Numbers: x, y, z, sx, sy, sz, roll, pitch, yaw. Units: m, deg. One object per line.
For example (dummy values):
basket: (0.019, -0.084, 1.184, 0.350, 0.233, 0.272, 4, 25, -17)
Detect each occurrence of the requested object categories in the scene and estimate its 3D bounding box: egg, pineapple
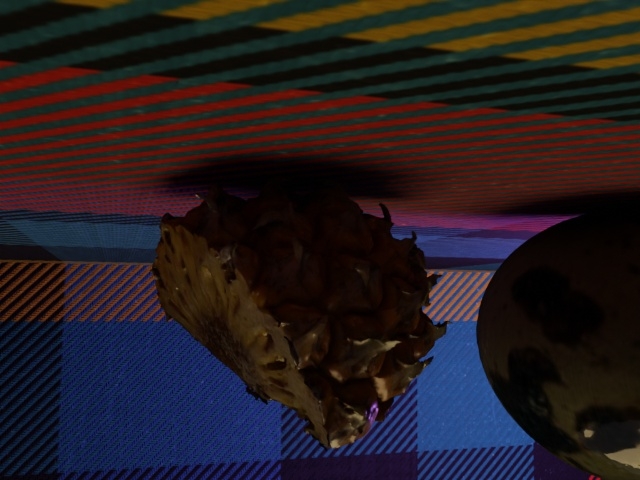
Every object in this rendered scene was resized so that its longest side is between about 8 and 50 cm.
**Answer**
egg: (0.385, 0.128, 0.894, 0.344, 0.345, 0.428, 2, -173, -21)
pineapple: (0.003, -0.001, 0.706, 0.286, 0.209, 0.344, -27, -143, -31)
